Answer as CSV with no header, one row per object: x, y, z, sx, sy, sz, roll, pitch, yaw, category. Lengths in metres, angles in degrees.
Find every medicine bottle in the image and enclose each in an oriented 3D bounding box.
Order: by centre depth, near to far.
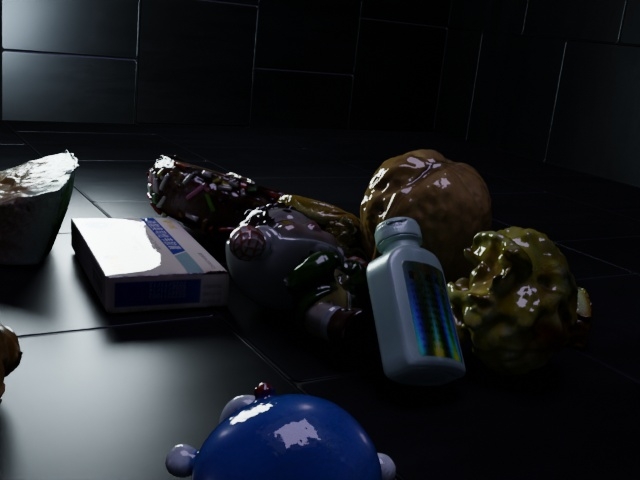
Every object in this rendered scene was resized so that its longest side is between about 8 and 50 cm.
0.124,0.080,1.093,0.121,0.228,0.083,16,-35,-39,medicine bottle

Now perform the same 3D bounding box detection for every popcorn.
0.276,0.084,1.156,0.189,0.218,0.169,26,-28,-30,popcorn

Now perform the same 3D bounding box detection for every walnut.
0.177,-0.024,1.361,0.224,0.257,0.257,36,30,32,walnut

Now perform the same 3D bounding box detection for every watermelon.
-0.574,-0.044,1.466,0.302,0.151,0.264,-15,23,-11,watermelon

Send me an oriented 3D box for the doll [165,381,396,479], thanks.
-0.038,0.214,0.723,0.215,0.161,0.257,-8,0,-3,doll

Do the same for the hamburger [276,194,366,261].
0.000,0.000,1.493,0.189,0.122,0.215,15,-8,14,hamburger

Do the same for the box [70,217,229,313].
-0.308,0.032,1.387,0.200,0.065,0.343,-1,17,-26,box

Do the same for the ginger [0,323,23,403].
-0.493,0.115,0.851,0.358,0.152,0.274,7,15,-4,ginger

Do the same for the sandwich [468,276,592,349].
0.349,0.111,1.366,0.215,0.065,0.186,8,15,10,sandwich

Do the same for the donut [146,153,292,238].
-0.221,-0.084,1.642,0.259,0.136,0.345,10,7,-44,donut

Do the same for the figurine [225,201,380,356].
-0.025,0.059,1.246,0.281,0.167,0.370,17,14,-40,figurine
